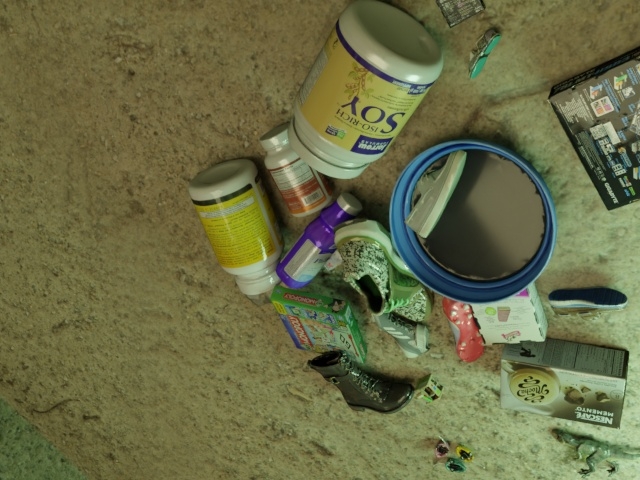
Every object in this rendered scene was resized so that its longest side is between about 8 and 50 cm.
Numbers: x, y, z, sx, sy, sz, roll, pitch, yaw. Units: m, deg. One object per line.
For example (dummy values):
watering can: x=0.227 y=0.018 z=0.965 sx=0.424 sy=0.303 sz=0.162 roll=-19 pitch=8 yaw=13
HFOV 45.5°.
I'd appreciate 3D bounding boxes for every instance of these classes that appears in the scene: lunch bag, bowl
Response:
lunch bag: x=0.028 y=0.029 z=2.039 sx=0.071 sy=0.053 sz=0.083 roll=-29 pitch=99 yaw=35
bowl: x=0.352 y=-0.046 z=1.767 sx=0.391 sy=0.077 sz=0.391 roll=10 pitch=113 yaw=26

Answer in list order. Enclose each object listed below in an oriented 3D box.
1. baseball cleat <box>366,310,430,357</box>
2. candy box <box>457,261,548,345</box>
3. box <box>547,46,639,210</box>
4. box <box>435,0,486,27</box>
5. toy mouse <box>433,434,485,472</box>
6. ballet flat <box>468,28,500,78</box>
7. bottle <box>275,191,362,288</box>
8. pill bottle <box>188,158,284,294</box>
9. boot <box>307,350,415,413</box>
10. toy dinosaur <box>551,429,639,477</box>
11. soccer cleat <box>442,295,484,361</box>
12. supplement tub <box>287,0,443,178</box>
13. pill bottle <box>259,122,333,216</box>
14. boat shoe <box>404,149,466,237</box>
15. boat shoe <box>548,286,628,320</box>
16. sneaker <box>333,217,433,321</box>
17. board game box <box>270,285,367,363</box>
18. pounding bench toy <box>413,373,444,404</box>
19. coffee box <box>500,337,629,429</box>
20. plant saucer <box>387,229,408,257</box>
baseball cleat: x=0.224 y=0.232 z=2.079 sx=0.109 sy=0.072 sz=0.206 roll=-29 pitch=116 yaw=30
candy box: x=0.456 y=0.145 z=1.896 sx=0.159 sy=0.071 sz=0.233 roll=-9 pitch=116 yaw=31
box: x=0.661 y=-0.237 z=1.542 sx=0.293 sy=0.073 sz=0.295 roll=-24 pitch=109 yaw=35
box: x=0.291 y=-0.490 z=1.584 sx=0.083 sy=0.018 sz=0.067 roll=-23 pitch=109 yaw=35
toy mouse: x=0.391 y=0.647 z=2.291 sx=0.161 sy=0.031 sz=0.143 roll=43 pitch=129 yaw=-5
ballet flat: x=0.339 y=-0.399 z=1.616 sx=0.041 sy=0.041 sz=0.114 roll=32 pitch=129 yaw=3
bottle: x=0.000 y=0.000 z=1.951 sx=0.092 sy=0.118 sz=0.283 roll=46 pitch=117 yaw=14
pill bottle: x=-0.207 y=-0.031 z=2.022 sx=0.188 sy=0.188 sz=0.334 roll=-5 pitch=118 yaw=28
boot: x=0.113 y=0.400 z=2.190 sx=0.263 sy=0.091 sz=0.229 roll=-14 pitch=128 yaw=35
toy dinosaur: x=0.757 y=0.585 z=2.058 sx=0.268 sy=0.064 sz=0.118 roll=7 pitch=118 yaw=17
soccer cleat: x=0.371 y=0.221 z=1.996 sx=0.083 sy=0.095 sz=0.248 roll=-23 pitch=129 yaw=3
supplement tub: x=0.086 y=-0.320 z=1.654 sx=0.241 sy=0.241 sz=0.331 roll=35 pitch=130 yaw=1
pill bottle: x=-0.064 y=-0.177 z=1.900 sx=0.121 sy=0.121 sz=0.216 roll=-14 pitch=114 yaw=32
boat shoe: x=0.250 y=-0.111 z=1.705 sx=0.081 sy=0.079 sz=0.227 roll=30 pitch=123 yaw=11
boat shoe: x=0.643 y=0.154 z=1.824 sx=0.183 sy=0.066 sz=0.066 roll=1 pitch=127 yaw=37
sneaker: x=0.150 y=0.125 z=1.906 sx=0.158 sy=0.182 sz=0.410 roll=-13 pitch=139 yaw=33
board game box: x=0.001 y=0.237 z=2.111 sx=0.213 sy=0.046 sz=0.317 roll=10 pitch=151 yaw=20
pounding bench toy: x=0.305 y=0.433 z=2.155 sx=0.065 sy=0.083 sz=0.052 roll=47 pitch=128 yaw=-9
coffee box: x=0.614 y=0.352 z=1.929 sx=0.297 sy=0.119 sz=0.168 roll=7 pitch=123 yaw=22
plant saucer: x=0.154 y=0.022 z=1.960 sx=0.195 sy=0.037 sz=0.195 roll=9 pitch=143 yaw=7
